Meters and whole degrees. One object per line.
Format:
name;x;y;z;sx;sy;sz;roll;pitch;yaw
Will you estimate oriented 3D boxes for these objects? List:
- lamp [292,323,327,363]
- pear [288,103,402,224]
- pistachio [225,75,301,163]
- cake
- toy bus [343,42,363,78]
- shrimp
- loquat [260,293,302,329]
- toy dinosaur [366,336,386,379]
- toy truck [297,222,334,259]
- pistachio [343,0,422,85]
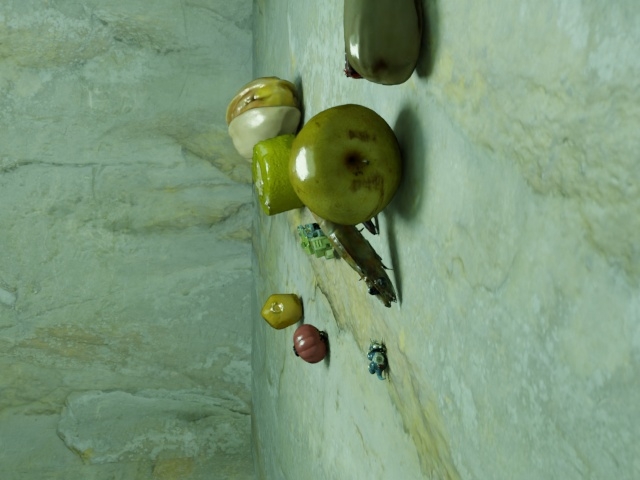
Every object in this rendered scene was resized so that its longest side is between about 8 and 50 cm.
lamp;-0.027;0.271;2.034;0.108;0.092;0.107;58;-172;-14
pear;0.045;-0.132;1.359;0.209;0.208;0.209;179;90;-79
pistachio;-0.170;-0.359;2.365;0.309;0.229;0.230;-47;43;50
cake;-0.117;-0.186;2.276;0.260;0.156;0.179;104;146;-69
toy bus;0.075;-0.428;1.501;0.096;0.073;0.235;-160;69;-88
shrimp;0.077;-0.004;1.467;0.058;0.169;0.296;-45;69;32
loquat;-0.118;0.216;2.405;0.113;0.137;0.137;60;163;8
toy dinosaur;0.109;0.228;1.492;0.047;0.030;0.083;113;153;-69
toy truck;0.000;0.000;1.914;0.169;0.077;0.100;174;81;-75
pistachio;0.102;-0.346;1.241;0.129;0.131;0.206;17;-110;-58
